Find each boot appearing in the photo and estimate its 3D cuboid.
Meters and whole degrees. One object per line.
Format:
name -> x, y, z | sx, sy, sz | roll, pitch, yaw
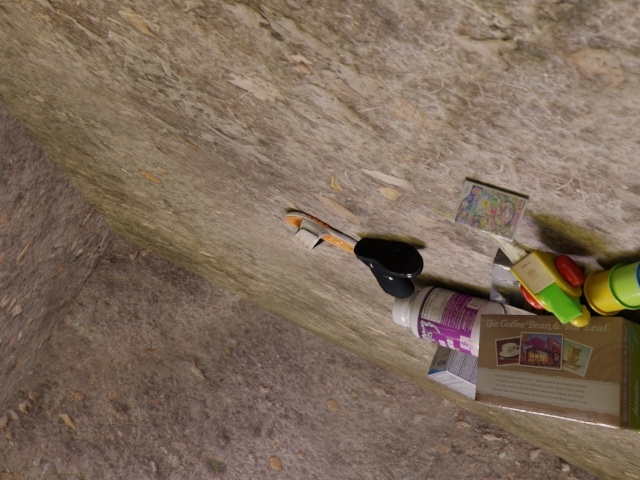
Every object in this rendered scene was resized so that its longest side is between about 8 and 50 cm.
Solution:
boot -> 0.229, 0.093, 1.491 | 0.246, 0.094, 0.207 | 17, 156, 47

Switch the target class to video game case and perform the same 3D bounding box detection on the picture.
video game case -> 0.325, -0.058, 1.001 | 0.121, 0.087, 0.011 | 21, -155, 19

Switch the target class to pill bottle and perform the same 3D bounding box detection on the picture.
pill bottle -> 0.374, 0.230, 1.549 | 0.301, 0.169, 0.169 | 13, 157, 37

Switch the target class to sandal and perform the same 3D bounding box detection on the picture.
sandal -> 0.002, -0.003, 1.581 | 0.265, 0.076, 0.102 | 26, 161, 4

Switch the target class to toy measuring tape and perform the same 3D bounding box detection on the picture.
toy measuring tape -> 0.426, 0.035, 1.053 | 0.330, 0.121, 0.121 | 50, 163, 6

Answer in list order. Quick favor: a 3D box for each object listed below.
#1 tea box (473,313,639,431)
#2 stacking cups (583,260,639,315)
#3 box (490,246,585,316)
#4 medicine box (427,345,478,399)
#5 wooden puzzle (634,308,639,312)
tea box -> 0.589, 0.301, 1.199 | 0.323, 0.220, 0.328 | 19, 163, -35
stacking cups -> 0.604, 0.058, 0.908 | 0.095, 0.096, 0.316 | 28, 159, -2
box -> 0.499, 0.106, 1.220 | 0.182, 0.056, 0.231 | 18, 159, 23
medicine box -> 0.604, 0.519, 2.031 | 0.289, 0.149, 0.263 | 26, 162, 4
wooden puzzle -> 0.677, 0.134, 1.123 | 0.116, 0.014, 0.078 | 25, 166, 8
